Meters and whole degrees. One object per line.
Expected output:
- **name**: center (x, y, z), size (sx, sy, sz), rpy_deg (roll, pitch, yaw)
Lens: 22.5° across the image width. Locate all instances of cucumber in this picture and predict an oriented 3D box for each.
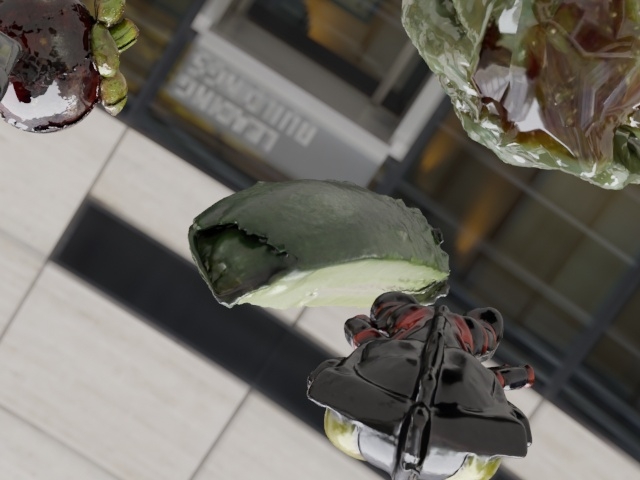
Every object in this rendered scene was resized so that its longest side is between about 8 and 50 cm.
- **cucumber**: center (0.000, -0.003, 1.357), size (0.145, 0.105, 0.325), rpy_deg (54, -159, 17)

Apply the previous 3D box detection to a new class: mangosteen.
- **mangosteen**: center (-0.280, -0.197, 1.715), size (0.180, 0.166, 0.166), rpy_deg (-13, -157, 0)

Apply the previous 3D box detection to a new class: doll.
- **doll**: center (0.064, 0.089, 0.962), size (0.249, 0.127, 0.088), rpy_deg (-76, -29, -77)

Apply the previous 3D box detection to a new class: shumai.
- **shumai**: center (0.142, -0.159, 0.990), size (0.260, 0.225, 0.222), rpy_deg (40, -168, 34)

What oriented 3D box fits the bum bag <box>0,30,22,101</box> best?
- **bum bag**: center (-0.238, -0.095, 0.977), size (0.106, 0.060, 0.232), rpy_deg (28, -158, -17)
